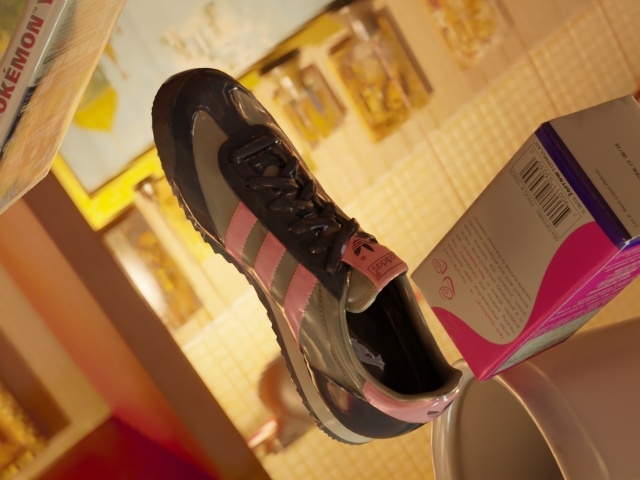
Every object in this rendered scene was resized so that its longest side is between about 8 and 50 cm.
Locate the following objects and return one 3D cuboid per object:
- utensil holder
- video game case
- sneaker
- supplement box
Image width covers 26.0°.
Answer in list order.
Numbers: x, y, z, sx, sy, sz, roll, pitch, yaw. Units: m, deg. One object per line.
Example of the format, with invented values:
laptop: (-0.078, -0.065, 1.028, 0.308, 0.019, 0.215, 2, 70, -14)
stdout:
utensil holder: (0.347, 0.224, 1.316, 0.385, 0.328, 0.327, -12, -161, -18)
video game case: (-0.162, -0.100, 0.828, 0.183, 0.023, 0.201, -62, -176, 15)
sneaker: (0.000, 0.000, 1.017, 0.112, 0.319, 0.131, -39, -170, -36)
supplement box: (0.183, 0.002, 1.093, 0.114, 0.111, 0.220, -19, 159, -37)
